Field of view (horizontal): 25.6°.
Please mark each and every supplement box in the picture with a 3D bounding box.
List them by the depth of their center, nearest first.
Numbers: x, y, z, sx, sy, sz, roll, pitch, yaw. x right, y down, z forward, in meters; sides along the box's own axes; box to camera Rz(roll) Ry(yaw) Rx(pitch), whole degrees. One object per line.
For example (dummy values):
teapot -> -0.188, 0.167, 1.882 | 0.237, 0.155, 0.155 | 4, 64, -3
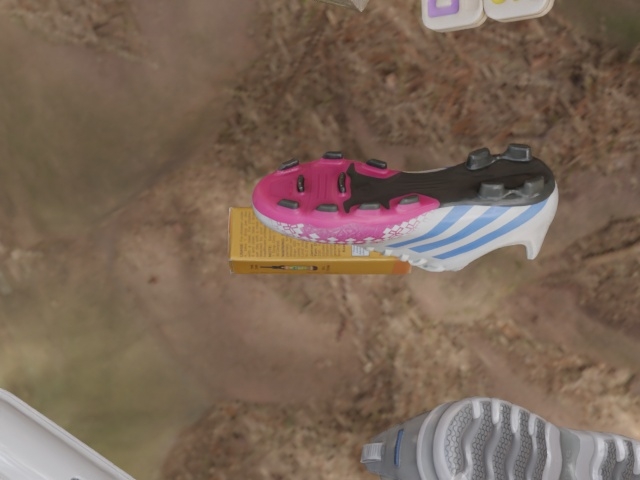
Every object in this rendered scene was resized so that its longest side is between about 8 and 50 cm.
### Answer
supplement box -> 0.000, 0.000, 1.775 | 0.078, 0.233, 0.080 | 95, 173, -74

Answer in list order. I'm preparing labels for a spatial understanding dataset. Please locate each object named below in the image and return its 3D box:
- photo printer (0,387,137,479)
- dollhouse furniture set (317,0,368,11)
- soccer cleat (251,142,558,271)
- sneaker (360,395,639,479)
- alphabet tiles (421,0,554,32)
photo printer -> -0.276, 0.288, 1.341 | 0.307, 0.107, 0.256 | 32, 129, 9
dollhouse furniture set -> -0.004, -0.320, 1.315 | 0.144, 0.151, 0.123 | 24, 170, 44
soccer cleat -> 0.092, -0.016, 1.517 | 0.331, 0.116, 0.143 | -3, 131, -4
sneaker -> 0.151, 0.176, 0.997 | 0.281, 0.105, 0.115 | 33, 154, -33
alphabet tiles -> 0.160, -0.352, 1.382 | 0.278, 0.021, 0.284 | -3, 86, 35
